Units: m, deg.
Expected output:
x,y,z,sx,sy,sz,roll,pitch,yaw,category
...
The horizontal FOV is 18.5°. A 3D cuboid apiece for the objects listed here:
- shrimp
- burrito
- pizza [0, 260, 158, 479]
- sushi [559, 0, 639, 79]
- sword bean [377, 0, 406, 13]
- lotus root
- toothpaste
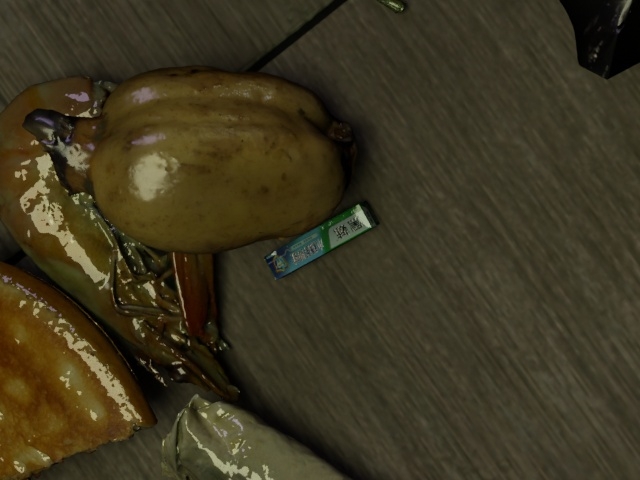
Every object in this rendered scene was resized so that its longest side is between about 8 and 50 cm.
x,y,z,sx,sy,sz,roll,pitch,yaw,category
-0.132,0.002,1.389,0.145,0.061,0.267,-34,85,13,shrimp
0.013,0.200,1.362,0.275,0.059,0.082,30,135,11,burrito
-0.220,0.108,1.432,0.201,0.053,0.193,44,121,10,pizza
0.175,-0.226,1.190,0.150,0.153,0.172,33,132,31,sushi
0.022,-0.176,1.324,0.083,0.012,0.012,31,108,14,sword bean
-0.087,-0.054,1.308,0.220,0.125,0.118,-2,125,-10,lotus root
0.000,0.000,1.359,0.083,0.017,0.020,-29,88,23,toothpaste
